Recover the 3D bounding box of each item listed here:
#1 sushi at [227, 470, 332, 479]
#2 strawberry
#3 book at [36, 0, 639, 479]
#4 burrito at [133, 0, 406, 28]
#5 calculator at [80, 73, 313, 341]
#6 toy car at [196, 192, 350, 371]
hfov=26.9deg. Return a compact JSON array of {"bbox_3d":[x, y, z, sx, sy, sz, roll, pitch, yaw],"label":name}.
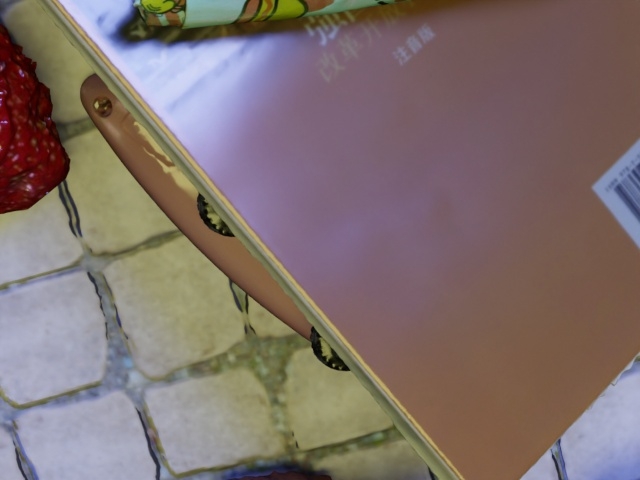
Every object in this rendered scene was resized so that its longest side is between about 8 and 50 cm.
[{"bbox_3d":[0.025,0.267,0.821,0.270,0.171,0.236,25,108,-7],"label":"sushi"},{"bbox_3d":[-0.210,-0.065,0.704,0.131,0.131,0.148,-38,101,11],"label":"strawberry"},{"bbox_3d":[0.052,-0.088,0.671,0.262,0.028,0.374,-42,99,-16],"label":"book"},{"bbox_3d":[0.040,-0.166,0.634,0.288,0.054,0.104,-12,87,-19],"label":"burrito"},{"bbox_3d":[0.039,-0.036,0.768,0.330,0.048,0.220,39,103,-16],"label":"calculator"},{"bbox_3d":[0.000,0.000,0.712,0.070,0.080,0.170,-43,106,-17],"label":"toy car"}]
